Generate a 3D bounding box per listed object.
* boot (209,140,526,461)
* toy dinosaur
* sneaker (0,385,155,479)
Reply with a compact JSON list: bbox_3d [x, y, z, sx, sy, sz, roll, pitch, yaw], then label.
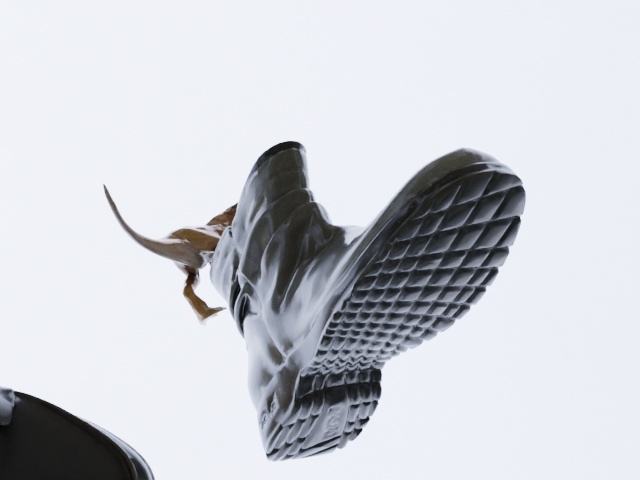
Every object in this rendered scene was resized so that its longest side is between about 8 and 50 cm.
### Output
[{"bbox_3d":[0.000,0.000,0.546,0.083,0.246,0.161,0,-130,-33],"label":"boot"},{"bbox_3d":[-0.111,0.011,0.826,0.112,0.064,0.211,57,-157,9],"label":"toy dinosaur"},{"bbox_3d":[-0.187,0.100,0.467,0.222,0.118,0.083,17,-110,-5],"label":"sneaker"}]
